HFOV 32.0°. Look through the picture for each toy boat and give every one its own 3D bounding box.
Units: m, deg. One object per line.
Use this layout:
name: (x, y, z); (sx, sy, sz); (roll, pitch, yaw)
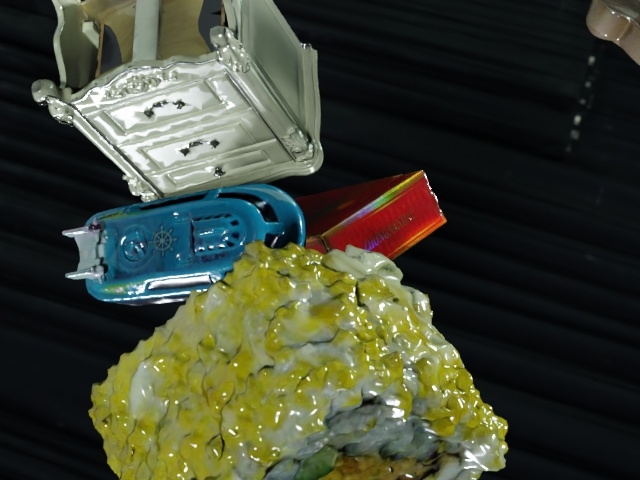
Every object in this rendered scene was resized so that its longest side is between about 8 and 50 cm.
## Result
toy boat: (-0.169, 0.004, 1.385); (0.092, 0.299, 0.134); (19, 63, -71)

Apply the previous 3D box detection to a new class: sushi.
sushi: (-0.005, 0.193, 1.189); (0.351, 0.240, 0.397); (-46, 140, 11)

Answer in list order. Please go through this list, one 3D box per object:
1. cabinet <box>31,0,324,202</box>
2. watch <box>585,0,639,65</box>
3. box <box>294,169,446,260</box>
cabinet: (-0.188, -0.231, 1.558); (0.318, 0.290, 0.227); (50, 32, -55)
watch: (0.631, -0.405, 1.710); (0.335, 0.314, 0.326); (-34, 155, -55)
box: (-0.001, 0.000, 1.557); (0.197, 0.089, 0.313); (-32, -168, -33)
